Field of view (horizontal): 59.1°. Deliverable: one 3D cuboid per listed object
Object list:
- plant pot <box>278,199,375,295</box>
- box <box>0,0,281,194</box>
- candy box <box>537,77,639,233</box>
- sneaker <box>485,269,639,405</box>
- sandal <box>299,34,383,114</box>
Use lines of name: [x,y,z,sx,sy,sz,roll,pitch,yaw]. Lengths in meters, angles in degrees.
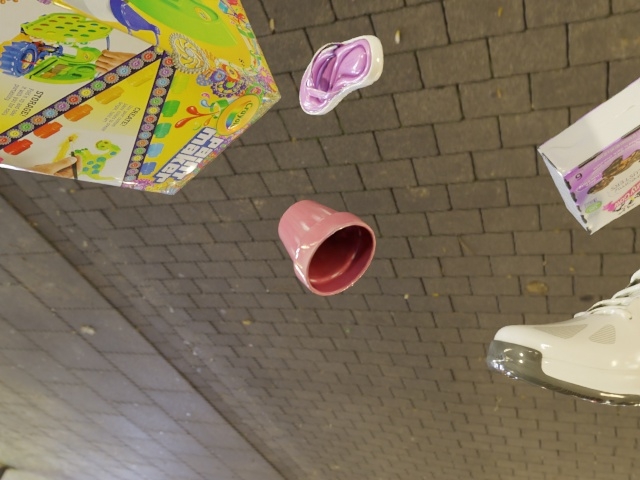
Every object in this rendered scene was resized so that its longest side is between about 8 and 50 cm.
plant pot: [0.000,0.000,1.338,0.180,0.201,0.201,42,162,41]
box: [-0.228,-0.222,0.497,0.177,0.290,0.279,-34,158,29]
candy box: [0.441,-0.117,0.848,0.164,0.070,0.196,-36,139,16]
sneaker: [0.416,0.068,0.738,0.446,0.258,0.169,4,178,-20]
sandal: [0.022,-0.466,1.559,0.102,0.170,0.416,-5,177,-30]
